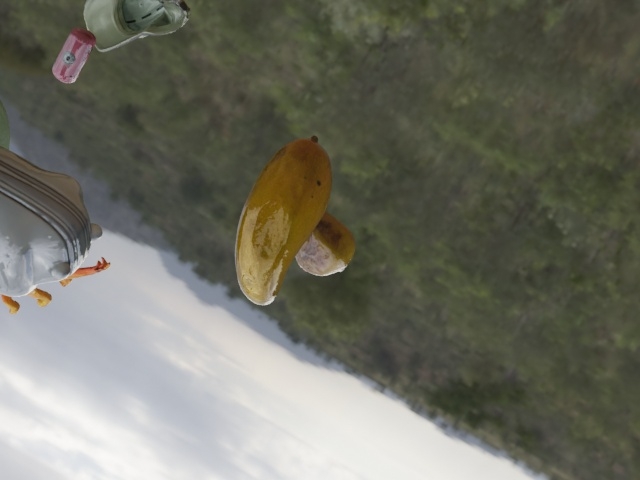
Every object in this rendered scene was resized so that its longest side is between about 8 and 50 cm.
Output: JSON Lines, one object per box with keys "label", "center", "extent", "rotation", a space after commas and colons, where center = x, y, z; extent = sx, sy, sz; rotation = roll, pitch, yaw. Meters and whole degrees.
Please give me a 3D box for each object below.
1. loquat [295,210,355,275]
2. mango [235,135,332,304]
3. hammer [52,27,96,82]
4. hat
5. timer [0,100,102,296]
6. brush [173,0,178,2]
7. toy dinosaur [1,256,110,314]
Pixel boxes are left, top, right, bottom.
{"label": "loquat", "center": [0.000, 0.000, 2.007], "extent": [0.137, 0.113, 0.137], "rotation": [43, -159, -22]}
{"label": "mango", "center": [-0.043, -0.026, 1.179], "extent": [0.075, 0.190, 0.098], "rotation": [19, 170, 36]}
{"label": "hammer", "center": [-0.348, -0.261, 1.555], "extent": [0.043, 0.083, 0.043], "rotation": [29, -154, -16]}
{"label": "hat", "center": [-0.281, -0.344, 1.703], "extent": [0.122, 0.166, 0.081], "rotation": [63, -171, 14]}
{"label": "timer", "center": [-0.410, -0.047, 1.285], "extent": [0.315, 0.290, 0.291], "rotation": [25, 176, 9]}
{"label": "brush", "center": [-0.276, -0.430, 1.555], "extent": [0.248, 0.036, 0.043], "rotation": [43, -145, -12]}
{"label": "toy dinosaur", "center": [-0.405, 0.041, 1.488], "extent": [0.288, 0.070, 0.117], "rotation": [-11, 146, 43]}
